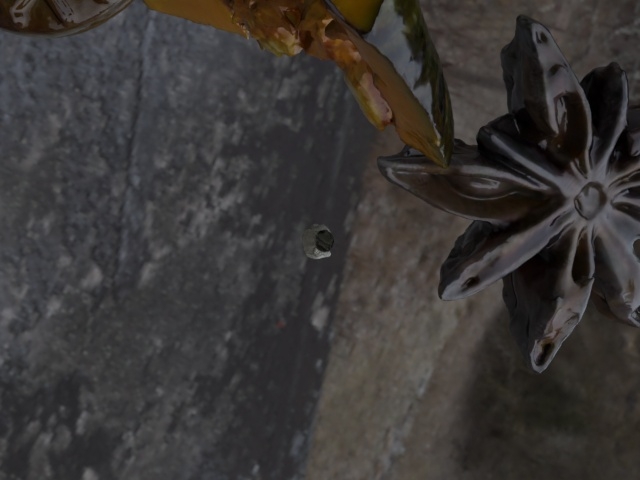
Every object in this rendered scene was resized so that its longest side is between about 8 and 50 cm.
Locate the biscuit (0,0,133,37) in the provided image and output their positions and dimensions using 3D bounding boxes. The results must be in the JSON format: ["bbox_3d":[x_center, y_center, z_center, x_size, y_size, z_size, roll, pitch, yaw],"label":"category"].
[{"bbox_3d":[-0.382,-0.413,1.396,0.268,0.366,0.115,-30,178,13],"label":"biscuit"}]

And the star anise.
[{"bbox_3d":[0.153,-0.039,0.653,0.231,0.089,0.209,-21,113,-16],"label":"star anise"}]

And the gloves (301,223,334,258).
[{"bbox_3d":[-0.002,0.000,1.262,0.081,0.037,0.044,115,-11,-77],"label":"gloves"}]

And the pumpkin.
[{"bbox_3d":[-0.044,-0.162,0.609,0.139,0.190,0.280,54,25,-58],"label":"pumpkin"}]
